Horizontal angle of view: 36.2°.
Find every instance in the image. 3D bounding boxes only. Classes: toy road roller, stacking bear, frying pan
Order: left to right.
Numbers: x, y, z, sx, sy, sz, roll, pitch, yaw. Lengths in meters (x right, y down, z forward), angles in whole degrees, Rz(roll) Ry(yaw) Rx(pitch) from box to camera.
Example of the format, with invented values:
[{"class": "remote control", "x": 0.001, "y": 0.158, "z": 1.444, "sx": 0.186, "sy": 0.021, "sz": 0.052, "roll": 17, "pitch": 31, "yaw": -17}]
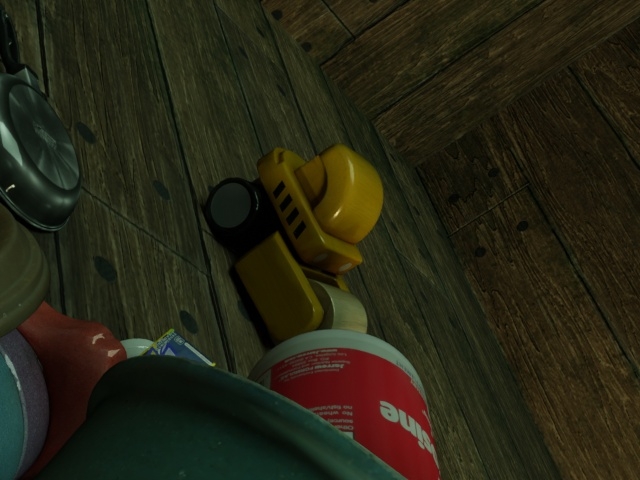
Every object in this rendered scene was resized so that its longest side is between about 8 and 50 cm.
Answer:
[{"class": "stacking bear", "x": -0.286, "y": 0.119, "z": 0.600, "sx": 0.175, "sy": 0.164, "sz": 0.289, "roll": 36, "pitch": 22, "yaw": 18}, {"class": "frying pan", "x": -0.330, "y": -0.140, "z": 1.141, "sx": 0.197, "sy": 0.053, "sz": 0.326, "roll": 59, "pitch": 13, "yaw": -31}, {"class": "toy road roller", "x": 0.000, "y": 0.000, "z": 1.510, "sx": 0.329, "sy": 0.241, "sz": 0.202, "roll": 63, "pitch": 17, "yaw": 21}]

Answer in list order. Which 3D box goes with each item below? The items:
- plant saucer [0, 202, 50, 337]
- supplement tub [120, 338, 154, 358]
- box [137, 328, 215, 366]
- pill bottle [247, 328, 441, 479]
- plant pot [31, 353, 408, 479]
[{"class": "plant saucer", "x": -0.312, "y": 0.007, "z": 0.612, "sx": 0.278, "sy": 0.278, "sz": 0.041, "roll": -90, "pitch": -172, "yaw": -68}, {"class": "supplement tub", "x": -0.182, "y": 0.160, "z": 0.977, "sx": 0.071, "sy": 0.071, "sz": 0.107, "roll": 38, "pitch": 24, "yaw": -49}, {"class": "box", "x": -0.172, "y": 0.155, "z": 0.892, "sx": 0.059, "sy": 0.054, "sz": 0.169, "roll": 38, "pitch": 42, "yaw": 10}, {"class": "pill bottle", "x": 0.018, "y": 0.291, "z": 1.021, "sx": 0.229, "sy": 0.229, "sz": 0.407, "roll": 50, "pitch": 17, "yaw": -23}, {"class": "plant pot", "x": -0.091, "y": 0.282, "z": 0.400, "sx": 0.334, "sy": 0.341, "sz": 0.341, "roll": -43, "pitch": 101, "yaw": -34}]
